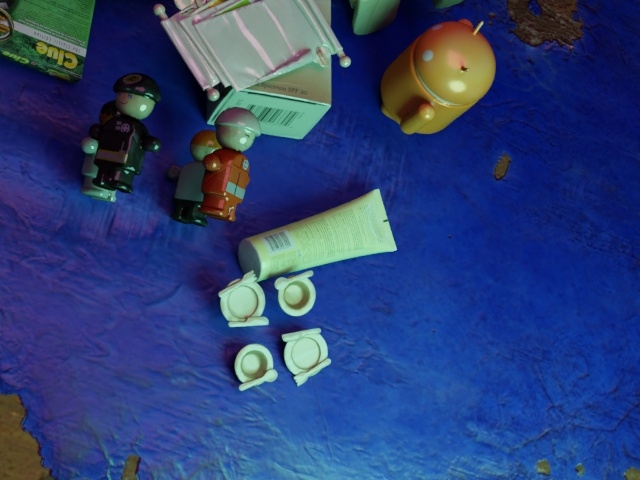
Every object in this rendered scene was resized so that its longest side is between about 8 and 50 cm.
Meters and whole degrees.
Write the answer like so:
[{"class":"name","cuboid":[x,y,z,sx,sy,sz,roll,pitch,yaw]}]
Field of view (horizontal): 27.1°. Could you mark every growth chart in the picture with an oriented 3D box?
[{"class":"growth chart","cuboid":[-0.091,-0.280,1.775,0.237,0.021,0.172,-20,79,-26]}]

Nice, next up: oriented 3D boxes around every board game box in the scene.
[{"class":"board game box","cuboid":[-0.424,-0.311,1.746,0.260,0.030,0.136,20,62,-30]}]

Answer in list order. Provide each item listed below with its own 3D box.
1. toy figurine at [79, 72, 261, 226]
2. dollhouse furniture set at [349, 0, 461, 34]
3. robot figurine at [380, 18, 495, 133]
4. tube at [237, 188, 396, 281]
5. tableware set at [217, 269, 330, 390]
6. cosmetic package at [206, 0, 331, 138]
[{"class":"toy figurine","cuboid":[-0.196,-0.113,1.702,0.213,0.209,0.148,15,83,-16]},{"class":"dollhouse furniture set","cuboid":[0.163,-0.534,2.062,0.394,0.256,0.362,-18,79,-8]},{"class":"robot figurine","cuboid":[0.169,-0.235,1.912,0.158,0.219,0.128,-21,82,-29]},{"class":"tube","cuboid":[0.000,0.000,1.847,0.240,0.070,0.062,-18,42,-32]},{"class":"tableware set","cuboid":[-0.060,0.118,1.770,0.141,0.020,0.168,-14,98,-24]},{"class":"cosmetic package","cuboid":[-0.072,-0.309,1.879,0.153,0.129,0.296,6,69,-21]}]
